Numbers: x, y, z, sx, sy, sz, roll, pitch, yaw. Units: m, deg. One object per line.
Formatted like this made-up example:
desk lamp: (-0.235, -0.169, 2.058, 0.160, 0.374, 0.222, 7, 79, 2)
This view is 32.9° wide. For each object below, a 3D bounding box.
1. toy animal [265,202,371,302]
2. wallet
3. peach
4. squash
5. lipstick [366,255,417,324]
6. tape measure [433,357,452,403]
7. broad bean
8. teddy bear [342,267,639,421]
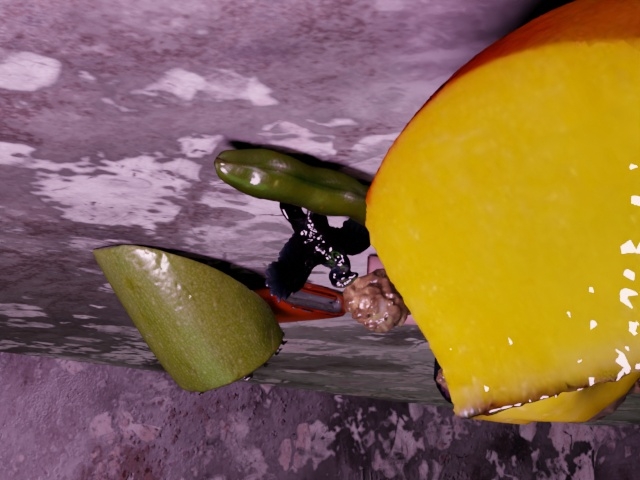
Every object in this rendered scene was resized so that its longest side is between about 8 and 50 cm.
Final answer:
toy animal: (0.000, 0.000, 1.127, 0.062, 0.108, 0.220, -11, -165, 36)
wallet: (-0.077, 0.099, 1.674, 0.204, 0.045, 0.142, -9, 162, 44)
peach: (0.203, -0.020, 0.707, 0.306, 0.242, 0.380, -12, 164, -37)
squash: (-0.183, 0.072, 1.543, 0.189, 0.260, 0.189, -24, -160, 9)
lipstick: (0.221, 0.071, 1.389, 0.327, 0.087, 0.087, 3, 167, 3)
tape measure: (0.323, 0.216, 1.868, 0.231, 0.149, 0.245, 9, 158, -12)
broad bean: (0.000, -0.048, 1.042, 0.254, 0.046, 0.065, 15, 171, -43)
teddy bear: (0.197, 0.105, 1.207, 0.296, 0.222, 0.246, 2, 144, -35)
